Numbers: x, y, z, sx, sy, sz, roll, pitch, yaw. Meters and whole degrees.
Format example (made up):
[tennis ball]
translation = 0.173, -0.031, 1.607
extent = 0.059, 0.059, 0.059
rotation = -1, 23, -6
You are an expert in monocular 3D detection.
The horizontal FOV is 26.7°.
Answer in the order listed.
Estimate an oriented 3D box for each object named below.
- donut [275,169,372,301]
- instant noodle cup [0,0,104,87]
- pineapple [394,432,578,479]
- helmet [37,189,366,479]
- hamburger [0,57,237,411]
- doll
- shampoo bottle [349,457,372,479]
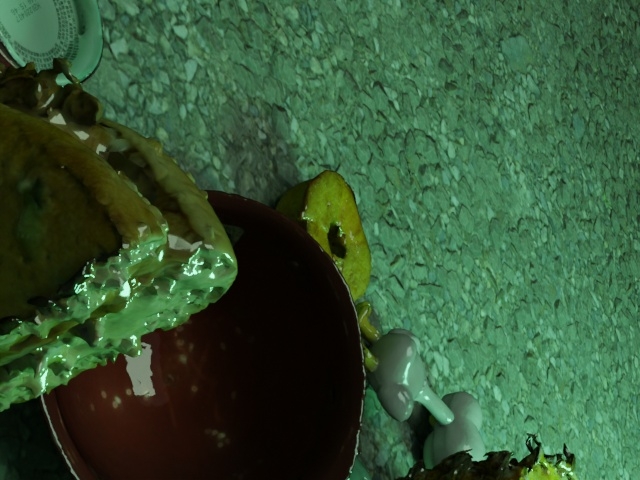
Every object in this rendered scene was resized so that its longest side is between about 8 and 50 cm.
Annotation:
[donut]
translation = -0.001, 0.001, 1.894
extent = 0.190, 0.075, 0.174
rotation = 65, 31, -23
[instant noodle cup]
translation = -0.349, -0.181, 1.271
extent = 0.244, 0.255, 0.243
rotation = 33, 49, -49
[pineapple]
translation = 0.221, 0.446, 1.838
extent = 0.352, 0.300, 0.352
rotation = 26, 57, -49
[helmet]
translation = -0.140, 0.149, 1.454
extent = 0.338, 0.230, 0.384
rotation = -20, 89, -18
[hamburger]
translation = -0.293, -0.004, 1.139
extent = 0.268, 0.446, 0.286
rotation = 7, 62, -60
[doll]
translation = 0.159, 0.243, 2.021
extent = 0.365, 0.094, 0.160
rotation = 52, 31, -33
[shampoo bottle]
translation = -0.054, 0.355, 1.595
extent = 0.349, 0.151, 0.221
rotation = -29, 106, -58
